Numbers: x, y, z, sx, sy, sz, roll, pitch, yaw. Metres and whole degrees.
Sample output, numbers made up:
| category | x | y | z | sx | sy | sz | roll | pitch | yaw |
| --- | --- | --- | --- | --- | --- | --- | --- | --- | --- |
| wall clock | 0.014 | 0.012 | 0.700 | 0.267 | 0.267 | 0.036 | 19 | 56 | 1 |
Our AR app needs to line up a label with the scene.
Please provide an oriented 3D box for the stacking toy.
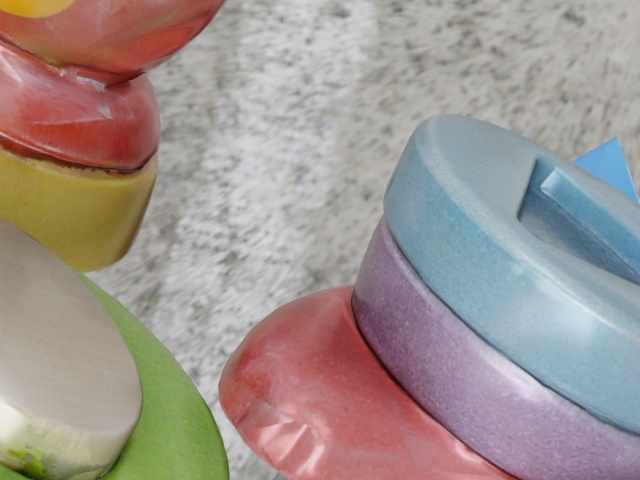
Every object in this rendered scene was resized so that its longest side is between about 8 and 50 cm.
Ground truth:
| category | x | y | z | sx | sy | sz | roll | pitch | yaw |
| --- | --- | --- | --- | --- | --- | --- | --- | --- | --- |
| stacking toy | 0.000 | 0.000 | 0.472 | 0.309 | 0.279 | 0.130 | 31 | 109 | -9 |

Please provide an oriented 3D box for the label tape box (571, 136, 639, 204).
| category | x | y | z | sx | sy | sz | roll | pitch | yaw |
| --- | --- | --- | --- | --- | --- | --- | --- | --- | --- |
| label tape box | 0.158 | 0.125 | 1.337 | 0.240 | 0.106 | 0.334 | -29 | 75 | 46 |
